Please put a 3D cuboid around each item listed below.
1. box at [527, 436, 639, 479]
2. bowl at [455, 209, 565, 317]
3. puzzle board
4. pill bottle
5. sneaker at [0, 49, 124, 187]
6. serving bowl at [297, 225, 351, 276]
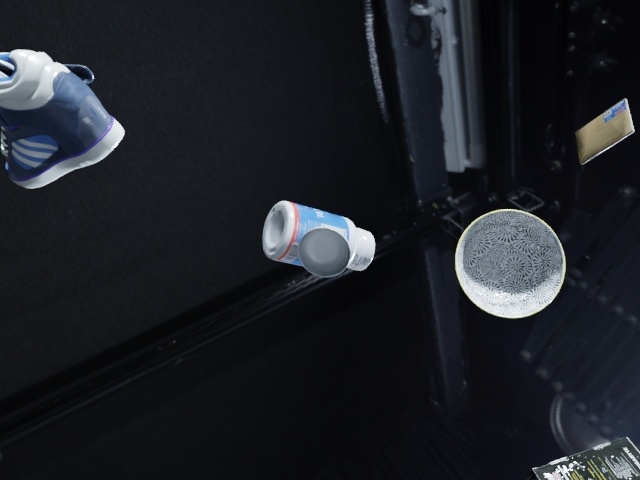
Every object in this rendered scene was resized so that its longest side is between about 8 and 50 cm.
[{"bbox_3d":[0.649,0.608,1.152,0.257,0.322,0.079,-15,-50,-10],"label":"box"},{"bbox_3d":[0.295,0.039,0.874,0.170,0.080,0.170,0,-96,2],"label":"bowl"},{"bbox_3d":[0.610,-0.232,1.164,0.011,0.096,0.128,23,-35,-19],"label":"puzzle board"},{"bbox_3d":[0.000,0.000,1.140,0.221,0.124,0.124,14,-68,-31],"label":"pill bottle"},{"bbox_3d":[-0.520,-0.222,0.936,0.236,0.322,0.130,48,-133,-40],"label":"sneaker"},{"bbox_3d":[0.007,0.014,0.834,0.083,0.027,0.083,4,-67,10],"label":"serving bowl"}]
